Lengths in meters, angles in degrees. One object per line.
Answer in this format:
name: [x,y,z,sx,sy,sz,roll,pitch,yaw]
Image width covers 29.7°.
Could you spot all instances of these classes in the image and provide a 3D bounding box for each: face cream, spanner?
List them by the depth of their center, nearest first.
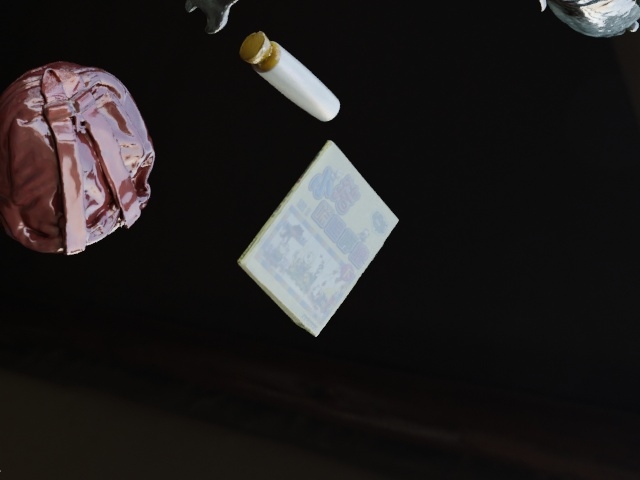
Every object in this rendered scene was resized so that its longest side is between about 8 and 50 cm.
spanner: [-0.053,-0.294,1.285,0.254,0.015,0.054,-26,-86,37]
face cream: [-0.042,-0.234,1.743,0.182,0.051,0.072,35,5,-42]

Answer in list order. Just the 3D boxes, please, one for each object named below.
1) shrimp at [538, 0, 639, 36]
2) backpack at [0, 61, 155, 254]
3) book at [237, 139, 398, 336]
shrimp: [0.245,-0.260,1.057,0.221,0.410,0.166,32,-70,19]
backpack: [-0.294,-0.100,1.406,0.139,0.229,0.229,25,-46,47]
book: [0.000,0.000,1.493,0.013,0.192,0.168,19,-22,48]
